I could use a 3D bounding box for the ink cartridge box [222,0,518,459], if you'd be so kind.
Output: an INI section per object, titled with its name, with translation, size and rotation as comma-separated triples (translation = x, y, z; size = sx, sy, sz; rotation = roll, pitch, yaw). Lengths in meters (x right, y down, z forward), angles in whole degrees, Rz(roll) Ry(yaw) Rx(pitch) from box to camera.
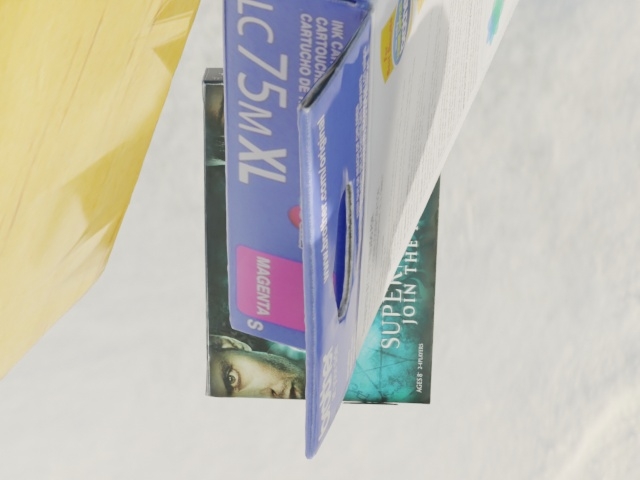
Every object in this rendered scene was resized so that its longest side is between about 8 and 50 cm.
[ink cartridge box]
translation = 0.026, -0.091, 0.727
size = 0.065, 0.185, 0.311
rotation = 14, 49, 11

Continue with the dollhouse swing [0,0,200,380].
[dollhouse swing]
translation = -0.253, -0.074, 0.408
size = 0.347, 0.315, 0.305
rotation = 38, 46, 13

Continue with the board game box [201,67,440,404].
[board game box]
translation = 0.000, 0.000, 1.001
size = 0.126, 0.186, 0.026
rotation = 1, 24, 2
